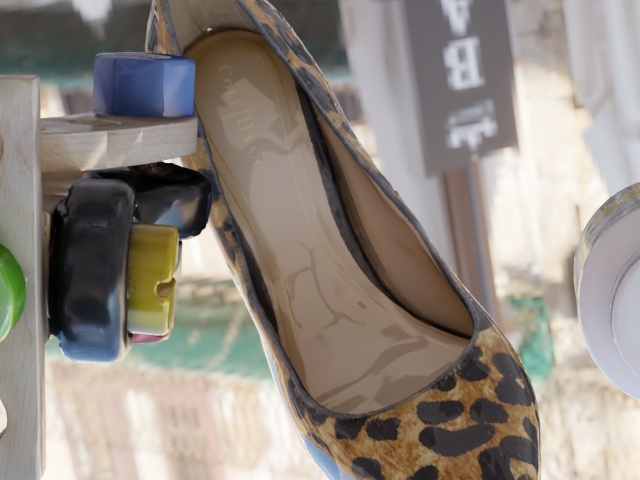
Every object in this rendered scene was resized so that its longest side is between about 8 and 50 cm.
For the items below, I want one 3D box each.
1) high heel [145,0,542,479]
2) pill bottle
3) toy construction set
[{"bbox_3d":[0.000,0.000,0.727,0.093,0.186,0.261,-30,-144,-4],"label":"high heel"},{"bbox_3d":[0.203,0.029,1.044,0.117,0.117,0.215,-8,-174,8],"label":"pill bottle"},{"bbox_3d":[-0.177,0.030,0.629,0.257,0.309,0.237,26,-170,-12],"label":"toy construction set"}]
